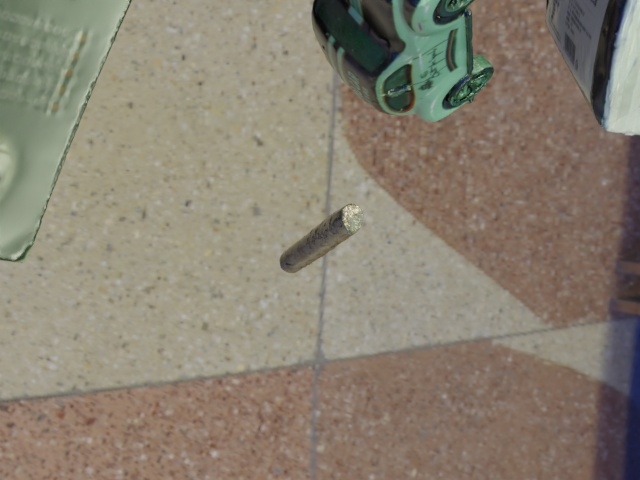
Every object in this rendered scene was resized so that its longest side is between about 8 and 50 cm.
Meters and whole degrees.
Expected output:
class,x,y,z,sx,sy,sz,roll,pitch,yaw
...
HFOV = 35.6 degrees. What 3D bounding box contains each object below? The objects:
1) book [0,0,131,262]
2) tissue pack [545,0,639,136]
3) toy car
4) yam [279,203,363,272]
class,x,y,z,sx,sy,sz,roll,pitch,yaw
book,-0.352,-0.152,0.994,0.260,0.043,0.370,11,114,-45
tissue pack,0.196,-0.142,0.611,0.091,0.170,0.103,2,123,-2
toy car,0.060,-0.192,0.852,0.125,0.136,0.306,-38,163,0
yam,0.000,0.000,0.999,0.032,0.145,0.032,10,67,-25
